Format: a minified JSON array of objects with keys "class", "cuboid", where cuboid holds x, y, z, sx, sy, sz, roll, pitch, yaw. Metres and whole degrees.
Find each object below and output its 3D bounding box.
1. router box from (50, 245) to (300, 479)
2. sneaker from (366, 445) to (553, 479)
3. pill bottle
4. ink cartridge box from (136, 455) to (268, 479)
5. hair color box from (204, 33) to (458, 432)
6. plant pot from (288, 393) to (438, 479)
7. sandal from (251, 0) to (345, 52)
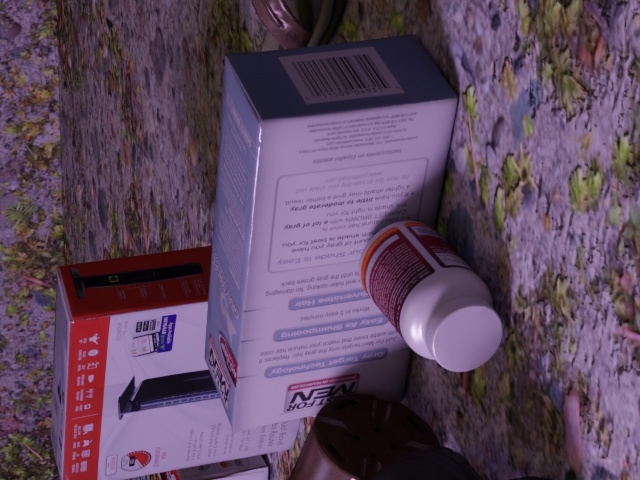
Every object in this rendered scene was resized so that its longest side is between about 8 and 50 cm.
[{"class":"router box","cuboid":[-0.161,0.145,1.829,0.335,0.301,0.082,102,154,-47]},{"class":"sneaker","cuboid":[0.094,0.243,1.298,0.286,0.130,0.109,-9,95,60]},{"class":"pill bottle","cuboid":[0.097,0.050,1.347,0.152,0.086,0.086,-128,34,-57]},{"class":"ink cartridge box","cuboid":[-0.182,0.359,2.260,0.309,0.130,0.272,-126,32,-55]},{"class":"hair color box","cuboid":[0.000,0.000,1.460,0.114,0.185,0.375,-118,27,-46]},{"class":"plant pot","cuboid":[0.035,0.251,1.524,0.167,0.167,0.165,-118,33,-46]},{"class":"sandal","cuboid":[-0.038,-0.250,1.627,0.303,0.086,0.120,105,151,-50]}]
